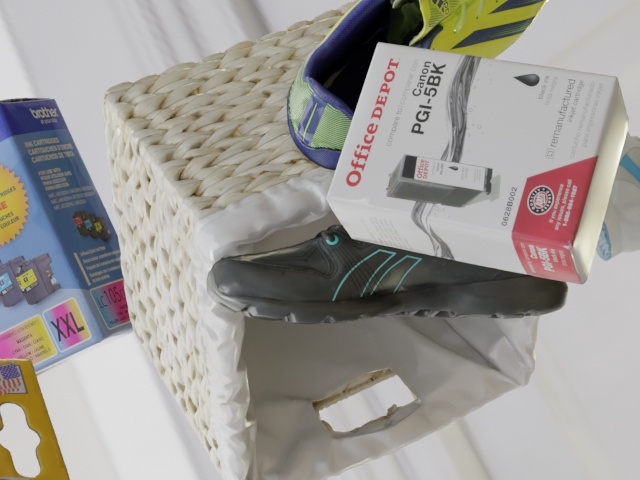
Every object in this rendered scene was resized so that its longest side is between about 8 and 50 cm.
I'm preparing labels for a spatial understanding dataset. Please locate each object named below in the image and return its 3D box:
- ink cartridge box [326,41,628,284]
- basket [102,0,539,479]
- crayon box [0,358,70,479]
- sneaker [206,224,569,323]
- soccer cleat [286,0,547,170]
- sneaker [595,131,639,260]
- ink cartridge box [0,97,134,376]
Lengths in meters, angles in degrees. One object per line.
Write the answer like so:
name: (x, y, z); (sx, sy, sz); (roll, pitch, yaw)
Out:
ink cartridge box: (0.083, -0.042, 0.773); (0.056, 0.135, 0.099); (51, -127, -62)
basket: (0.000, 0.000, 1.309); (0.328, 0.331, 0.266); (-22, -134, -22)
crayon box: (-0.344, 0.170, 1.003); (0.323, 0.083, 0.203); (1, -150, -24)
sneaker: (0.048, 0.008, 1.069); (0.267, 0.101, 0.106); (-2, -89, -14)
soccer cleat: (0.088, -0.165, 1.036); (0.093, 0.289, 0.121); (40, 163, 11)
sneaker: (0.298, -0.068, 1.464); (0.229, 0.092, 0.087); (-99, -5, -50)
ink cartridge box: (-0.431, -0.011, 1.916); (0.395, 0.270, 0.151); (65, -159, 4)
